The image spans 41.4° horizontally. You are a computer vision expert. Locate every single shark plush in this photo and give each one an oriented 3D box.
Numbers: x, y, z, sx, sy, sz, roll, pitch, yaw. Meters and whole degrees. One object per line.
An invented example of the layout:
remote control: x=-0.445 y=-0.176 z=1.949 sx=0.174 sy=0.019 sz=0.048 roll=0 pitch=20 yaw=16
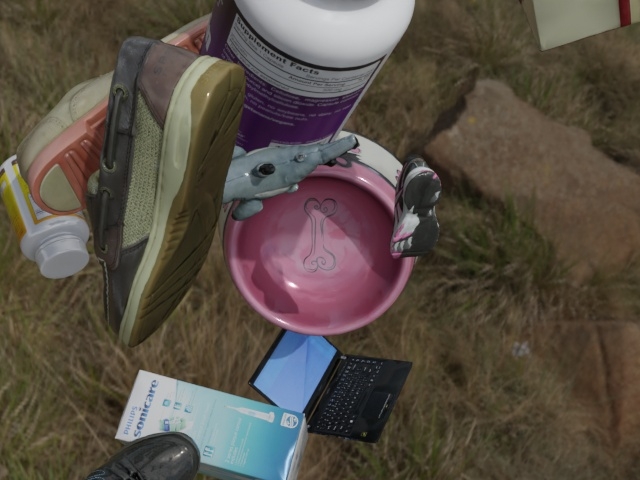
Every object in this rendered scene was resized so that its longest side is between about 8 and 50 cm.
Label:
shark plush: x=-0.042 y=-0.056 z=0.763 sx=0.161 sy=0.073 sz=0.067 roll=-4 pitch=2 yaw=16

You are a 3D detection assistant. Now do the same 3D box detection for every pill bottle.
pill bottle: x=-0.473 y=-0.044 z=1.462 sx=0.117 sy=0.117 sz=0.215 roll=-17 pitch=62 yaw=-24
pill bottle: x=-0.021 y=-0.213 z=0.858 sx=0.181 sy=0.323 sz=0.181 roll=7 pitch=65 yaw=-16

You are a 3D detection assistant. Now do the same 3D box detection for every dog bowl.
dog bowl: x=0.000 y=0.000 z=1.602 sx=0.408 sy=0.408 sz=0.150 roll=9 pitch=23 yaw=-2

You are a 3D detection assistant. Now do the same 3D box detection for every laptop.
laptop: x=0.027 y=0.283 z=1.800 sx=0.264 sy=0.136 sz=0.234 roll=3 pitch=39 yaw=28

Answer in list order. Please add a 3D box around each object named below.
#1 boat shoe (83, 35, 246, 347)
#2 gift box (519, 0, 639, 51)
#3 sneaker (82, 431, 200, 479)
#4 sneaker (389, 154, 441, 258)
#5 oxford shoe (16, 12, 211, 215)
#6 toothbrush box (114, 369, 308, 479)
boat shoe: x=-0.105 y=-0.026 z=0.518 sx=0.073 sy=0.223 sz=0.080 roll=31 pitch=42 yaw=8
gift box: x=0.264 y=-0.364 z=0.831 sx=0.276 sy=0.258 sz=0.255 roll=-20 pitch=54 yaw=8
sneaker: x=-0.316 y=0.398 z=1.233 sx=0.341 sy=0.139 sz=0.125 roll=-30 pitch=92 yaw=-24
sneaker: x=0.140 y=-0.051 z=1.260 sx=0.072 sy=0.178 sz=0.077 roll=1 pitch=43 yaw=-11
oxford shoe: x=-0.267 y=-0.211 z=1.197 sx=0.397 sy=0.140 sz=0.146 roll=-38 pitch=51 yaw=-10
toothbrush box: x=-0.179 y=0.342 z=1.478 sx=0.295 sy=0.216 sz=0.126 roll=15 pitch=69 yaw=6
